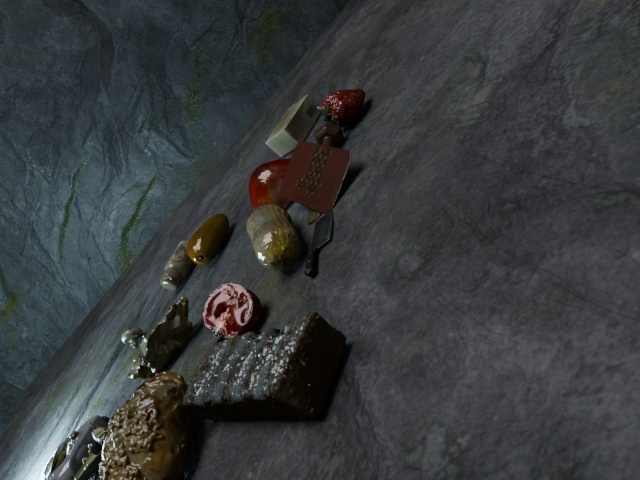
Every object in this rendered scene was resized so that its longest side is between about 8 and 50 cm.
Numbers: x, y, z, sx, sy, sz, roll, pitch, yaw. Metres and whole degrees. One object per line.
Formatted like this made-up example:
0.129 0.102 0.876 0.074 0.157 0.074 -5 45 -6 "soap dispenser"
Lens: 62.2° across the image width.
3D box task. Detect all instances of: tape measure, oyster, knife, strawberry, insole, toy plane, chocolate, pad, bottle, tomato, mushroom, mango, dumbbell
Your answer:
-0.726 0.650 1.558 0.197 0.120 0.236 -30 25 30 "tape measure"
-0.487 0.317 1.638 0.341 0.110 0.166 -52 16 6 "oyster"
0.000 0.000 1.302 0.072 0.019 0.245 -38 23 28 "knife"
0.077 -0.432 1.696 0.148 0.131 0.131 -57 21 4 "strawberry"
-0.016 -0.121 1.540 0.086 0.005 0.253 -44 23 20 "insole"
-0.580 0.549 1.445 0.229 0.092 0.244 -41 26 -31 "toy plane"
-0.129 -0.015 1.428 0.134 0.134 0.309 -47 22 10 "chocolate"
-0.021 -0.184 1.490 0.267 0.004 0.181 23 94 50 "pad"
-0.575 0.110 2.156 0.110 0.097 0.209 104 -174 -53 "bottle"
-0.208 0.185 1.326 0.159 0.091 0.139 17 77 38 "tomato"
-0.734 0.384 2.077 0.085 0.085 0.079 -42 58 22 "mushroom"
-0.153 -0.192 1.741 0.233 0.139 0.200 -53 28 -6 "tomato"
-0.425 -0.009 2.018 0.138 0.113 0.253 -30 28 41 "mango"
0.018 -0.270 1.606 0.092 0.082 0.231 -38 25 32 "dumbbell"

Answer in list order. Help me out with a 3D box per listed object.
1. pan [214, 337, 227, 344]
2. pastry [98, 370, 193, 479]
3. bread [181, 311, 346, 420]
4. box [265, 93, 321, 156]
-0.252 0.286 1.333 0.068 0.023 0.115 -45 20 12 "pan"
-0.389 0.433 1.173 0.255 0.161 0.311 -58 19 6 "pastry"
-0.129 0.257 1.024 0.416 0.113 0.165 -25 31 49 "bread"
-0.106 -0.460 2.130 0.168 0.095 0.212 -13 42 55 "box"
